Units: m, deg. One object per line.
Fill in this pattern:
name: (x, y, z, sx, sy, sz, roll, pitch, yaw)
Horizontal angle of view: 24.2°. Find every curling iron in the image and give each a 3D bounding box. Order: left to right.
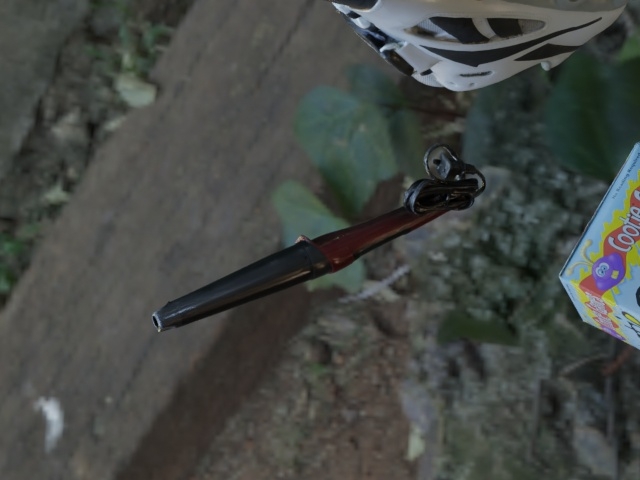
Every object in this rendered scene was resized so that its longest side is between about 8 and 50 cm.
curling iron: (0.000, 0.000, 1.094, 0.035, 0.274, 0.068, 53, 161, 39)

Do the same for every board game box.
board game box: (0.367, 0.054, 1.278, 0.275, 0.144, 0.142, 29, 82, 26)

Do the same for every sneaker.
sneaker: (0.067, -0.158, 1.001, 0.146, 0.330, 0.122, -55, 44, 42)
